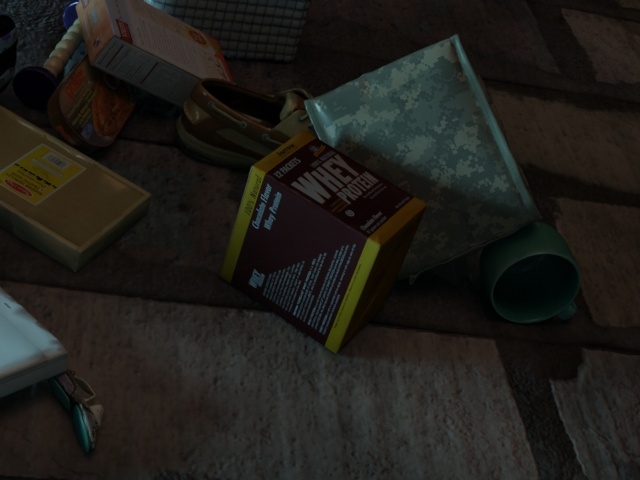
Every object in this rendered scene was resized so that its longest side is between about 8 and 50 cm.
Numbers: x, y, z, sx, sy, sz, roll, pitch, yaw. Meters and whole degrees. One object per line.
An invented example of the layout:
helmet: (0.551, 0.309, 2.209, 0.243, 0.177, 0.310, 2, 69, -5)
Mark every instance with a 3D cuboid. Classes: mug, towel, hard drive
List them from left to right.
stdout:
hard drive: (-0.459, 0.129, 1.325, 0.308, 0.040, 0.203, -21, 44, -41)
towel: (-0.152, -0.427, 1.996, 0.284, 0.235, 0.121, 0, 37, -25)
mug: (0.290, 0.046, 1.730, 0.130, 0.157, 0.097, -12, 41, -2)

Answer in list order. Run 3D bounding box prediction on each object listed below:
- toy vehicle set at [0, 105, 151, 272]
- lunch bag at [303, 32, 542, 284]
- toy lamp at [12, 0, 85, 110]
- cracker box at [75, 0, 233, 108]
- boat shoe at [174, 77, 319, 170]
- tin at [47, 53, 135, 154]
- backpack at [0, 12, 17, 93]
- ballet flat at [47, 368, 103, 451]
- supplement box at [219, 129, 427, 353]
toy vehicle set: (-0.379, -0.075, 1.631, 0.267, 0.035, 0.166, 30, 39, 12)
lunch bag: (0.146, -0.105, 1.695, 0.169, 0.235, 0.287, -8, 75, -81)
toy lamp: (-0.381, -0.295, 1.863, 0.080, 0.080, 0.274, 21, 40, 0)
cracker box: (-0.246, -0.284, 1.849, 0.232, 0.067, 0.155, 24, 30, -37)
boat shoe: (-0.048, -0.158, 1.809, 0.324, 0.120, 0.122, 11, 39, -12)
tin: (-0.328, -0.197, 1.760, 0.106, 0.040, 0.189, 52, 31, -23)
backpack: (-0.500, -0.247, 1.680, 0.117, 0.158, 0.173, 27, 44, 18)
ballet flat: (-0.264, 0.185, 1.368, 0.041, 0.041, 0.114, -11, 47, -34)
supplement box: (0.000, 0.000, 1.585, 0.194, 0.191, 0.129, 32, 39, 15)
